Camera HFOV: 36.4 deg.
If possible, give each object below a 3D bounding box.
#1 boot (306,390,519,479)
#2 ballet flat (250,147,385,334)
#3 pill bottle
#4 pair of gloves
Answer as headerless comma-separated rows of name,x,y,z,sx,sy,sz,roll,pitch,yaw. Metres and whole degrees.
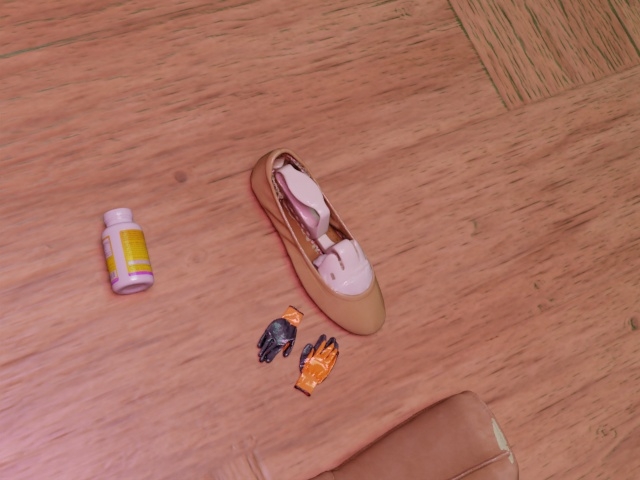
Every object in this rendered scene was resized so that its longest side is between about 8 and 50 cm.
boot,0.095,0.302,0.972,0.270,0.089,0.236,-18,77,-26
ballet flat,0.000,0.000,1.061,0.080,0.073,0.232,-33,84,-27
pill bottle,-0.200,0.010,1.001,0.043,0.043,0.083,-9,74,-23
pair of gloves,-0.023,0.117,1.043,0.083,0.010,0.074,37,63,-2
